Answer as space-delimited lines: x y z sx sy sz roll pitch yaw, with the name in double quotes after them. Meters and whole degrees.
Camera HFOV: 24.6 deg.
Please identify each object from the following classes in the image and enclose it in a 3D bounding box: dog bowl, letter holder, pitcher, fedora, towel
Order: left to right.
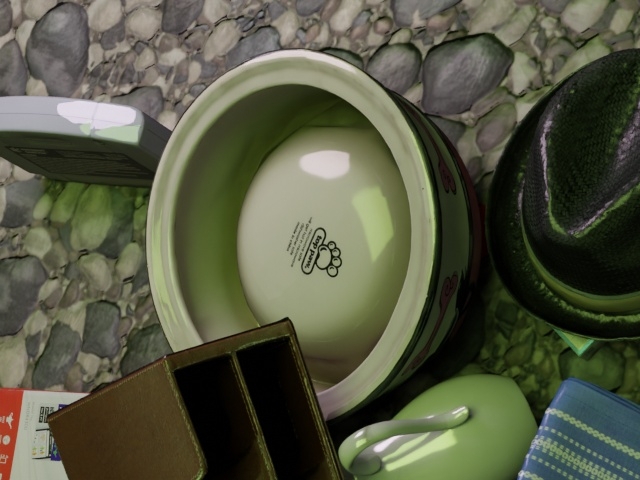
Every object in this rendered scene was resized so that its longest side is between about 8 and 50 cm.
-0.130 0.232 1.513 0.302 0.152 0.214 -29 79 54 "letter holder"
0.000 0.000 1.620 0.408 0.150 0.408 -2 87 38 "dog bowl"
0.116 0.206 1.495 0.207 0.178 0.125 -22 63 -7 "pitcher"
0.300 -0.073 1.483 0.334 0.152 0.334 -9 63 19 "fedora"
0.275 0.303 1.337 0.243 0.040 0.336 27 58 5 "towel"

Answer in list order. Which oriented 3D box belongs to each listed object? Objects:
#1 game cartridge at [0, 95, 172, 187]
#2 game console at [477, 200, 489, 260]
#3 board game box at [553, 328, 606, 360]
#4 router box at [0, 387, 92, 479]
-0.299 -0.123 1.858 0.294 0.196 0.060 5 78 31 "game cartridge"
0.130 0.012 1.671 0.144 0.085 0.124 31 123 34 "game console"
0.299 0.037 1.555 0.154 0.026 0.103 -47 58 10 "board game box"
-0.277 0.351 1.762 0.301 0.082 0.336 -2 74 30 "router box"
